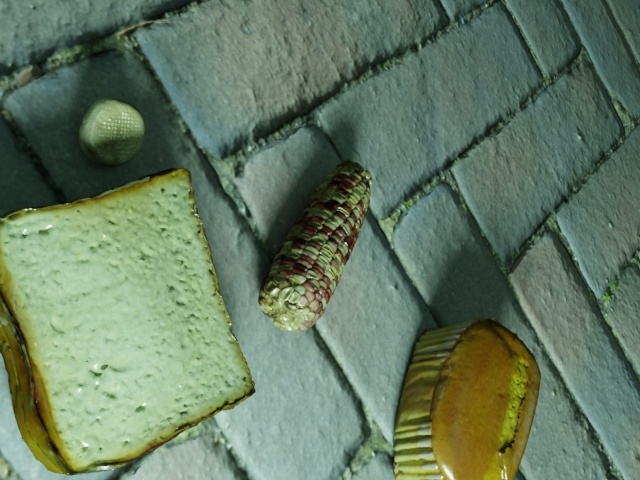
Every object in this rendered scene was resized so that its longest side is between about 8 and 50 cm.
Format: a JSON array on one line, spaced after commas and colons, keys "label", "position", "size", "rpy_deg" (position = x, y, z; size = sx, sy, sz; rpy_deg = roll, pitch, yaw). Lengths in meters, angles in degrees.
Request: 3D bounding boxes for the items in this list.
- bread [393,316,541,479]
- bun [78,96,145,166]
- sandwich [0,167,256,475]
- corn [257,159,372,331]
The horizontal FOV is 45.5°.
[{"label": "bread", "position": [0.229, 0.262, 1.155], "size": [0.204, 0.156, 0.288], "rpy_deg": [40, 56, -21]}, {"label": "bun", "position": [-0.259, -0.132, 0.934], "size": [0.086, 0.054, 0.086], "rpy_deg": [-17, 115, -41]}, {"label": "sandwich", "position": [-0.230, 0.091, 0.862], "size": [0.271, 0.099, 0.301], "rpy_deg": [-19, 92, -37]}, {"label": "corn", "position": [0.000, 0.000, 1.086], "size": [0.098, 0.098, 0.290], "rpy_deg": [42, 51, -22]}]
